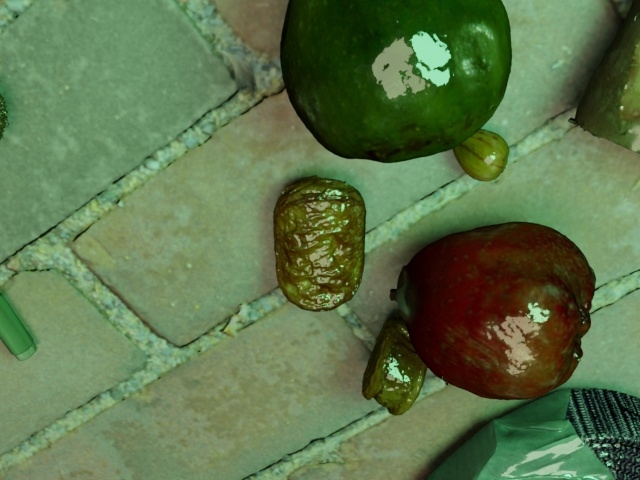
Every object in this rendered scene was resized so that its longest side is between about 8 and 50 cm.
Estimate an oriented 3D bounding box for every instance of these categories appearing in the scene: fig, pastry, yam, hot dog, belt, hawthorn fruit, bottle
[{"bbox_3d":[0.045,-0.185,0.751,0.195,0.195,0.245,-25,117,17],"label":"fig"},{"bbox_3d":[0.145,-0.092,0.877,0.083,0.050,0.050,31,117,-1],"label":"fig"},{"bbox_3d":[0.081,0.136,0.978,0.057,0.097,0.109,20,118,-6],"label":"pastry"},{"bbox_3d":[0.328,-0.177,0.775,0.128,0.129,0.238,37,121,24],"label":"yam"},{"bbox_3d":[-0.002,0.001,0.929,0.099,0.065,0.147,-1,113,5],"label":"hot dog"},{"bbox_3d":[0.271,0.314,1.052,0.260,0.122,0.325,32,116,-18],"label":"belt"},{"bbox_3d":[0.165,0.071,0.897,0.202,0.185,0.185,7,121,18],"label":"hawthorn fruit"},{"bbox_3d":[-0.358,0.099,1.030,0.030,0.030,0.083,-19,116,14],"label":"bottle"}]

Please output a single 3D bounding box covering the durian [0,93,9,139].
[{"bbox_3d":[-0.346,-0.120,0.888,0.080,0.080,0.091,-12,146,11],"label":"durian"}]
